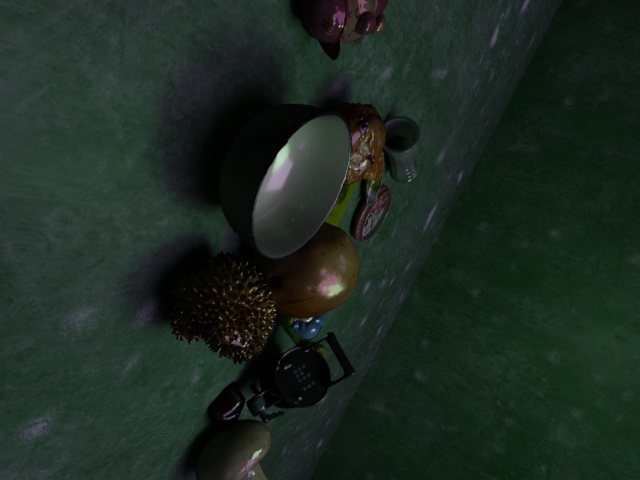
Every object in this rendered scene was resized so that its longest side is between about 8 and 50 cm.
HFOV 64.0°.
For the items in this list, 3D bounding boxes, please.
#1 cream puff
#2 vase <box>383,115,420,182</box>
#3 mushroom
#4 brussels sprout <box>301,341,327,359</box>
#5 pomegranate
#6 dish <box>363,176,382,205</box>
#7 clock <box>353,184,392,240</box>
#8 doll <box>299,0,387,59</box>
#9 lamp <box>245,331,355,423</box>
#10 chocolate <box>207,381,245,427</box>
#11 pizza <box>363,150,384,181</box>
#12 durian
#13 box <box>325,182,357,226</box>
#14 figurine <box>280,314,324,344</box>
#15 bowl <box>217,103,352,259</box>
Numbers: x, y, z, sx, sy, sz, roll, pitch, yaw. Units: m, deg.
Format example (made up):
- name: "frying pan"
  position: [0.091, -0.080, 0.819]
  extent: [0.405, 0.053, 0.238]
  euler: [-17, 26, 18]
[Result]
- name: "cream puff"
  position: [0.074, -0.271, 1.404]
  extent: [0.240, 0.164, 0.240]
  euler: [-31, 147, -24]
- name: "vase"
  position: [0.295, -0.316, 1.861]
  extent: [0.143, 0.143, 0.299]
  euler: [-57, 161, -7]
- name: "mushroom"
  position: [-0.264, 0.775, 1.763]
  extent: [0.297, 0.290, 0.297]
  euler: [-43, 170, -9]
- name: "brussels sprout"
  position: [-0.050, 0.500, 2.131]
  extent: [0.183, 0.132, 0.145]
  euler: [6, 90, -66]
- name: "pomegranate"
  position: [-0.041, 0.067, 1.412]
  extent: [0.319, 0.319, 0.319]
  euler: [-47, 154, -31]
- name: "dish"
  position: [0.182, -0.196, 1.872]
  extent: [0.091, 0.039, 0.137]
  euler: [-25, 132, -42]
- name: "clock"
  position: [0.203, -0.107, 2.017]
  extent: [0.244, 0.056, 0.244]
  euler: [-48, 156, -30]
- name: "doll"
  position: [0.065, -0.506, 1.108]
  extent: [0.256, 0.152, 0.196]
  euler: [-38, 136, -35]
- name: "lamp"
  position: [-0.088, 0.490, 1.838]
  extent: [0.374, 0.205, 0.272]
  euler: [-30, 175, -8]
- name: "chocolate"
  position: [-0.306, 0.558, 1.706]
  extent: [0.148, 0.080, 0.125]
  euler: [-60, 159, 2]
- name: "pizza"
  position: [0.162, -0.262, 1.739]
  extent: [0.134, 0.046, 0.174]
  euler: [-33, 138, -30]
- name: "durian"
  position: [-0.220, 0.160, 1.203]
  extent: [0.258, 0.258, 0.292]
  euler: [-51, 161, -22]
- name: "box"
  position: [0.059, -0.180, 1.631]
  extent: [0.187, 0.047, 0.334]
  euler: [-4, 120, -65]
- name: "figurine"
  position: [-0.065, 0.229, 1.764]
  extent: [0.162, 0.143, 0.263]
  euler: [-48, 139, -50]
- name: "bowl"
  position: [-0.101, -0.151, 1.132]
  extent: [0.354, 0.185, 0.353]
  euler: [-46, 154, -31]
